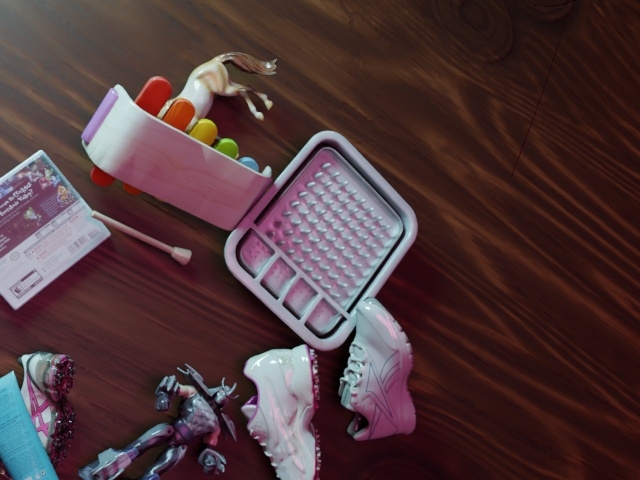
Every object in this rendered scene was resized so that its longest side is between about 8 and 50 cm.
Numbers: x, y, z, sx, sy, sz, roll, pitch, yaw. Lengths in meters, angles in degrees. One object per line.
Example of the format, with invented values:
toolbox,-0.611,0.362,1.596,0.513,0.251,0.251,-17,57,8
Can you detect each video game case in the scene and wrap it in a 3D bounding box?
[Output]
video game case,-0.455,-0.017,1.226,0.190,0.022,0.173,-42,106,-22

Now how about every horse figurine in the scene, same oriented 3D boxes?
horse figurine,-0.188,-0.229,1.347,0.174,0.066,0.263,38,79,-15

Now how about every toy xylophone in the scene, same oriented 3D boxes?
toy xylophone,-0.240,-0.102,1.280,0.236,0.081,0.323,-46,124,11

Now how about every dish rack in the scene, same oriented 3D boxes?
dish rack,0.000,0.000,1.430,0.285,0.072,0.333,44,69,-17

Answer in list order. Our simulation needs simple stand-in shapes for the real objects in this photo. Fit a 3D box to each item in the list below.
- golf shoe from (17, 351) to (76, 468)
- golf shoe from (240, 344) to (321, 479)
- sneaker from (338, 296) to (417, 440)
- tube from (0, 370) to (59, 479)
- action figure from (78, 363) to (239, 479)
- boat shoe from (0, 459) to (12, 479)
golf shoe,-0.425,0.261,1.209,0.086,0.067,0.186,5,96,14
golf shoe,-0.067,0.334,1.370,0.140,0.115,0.306,-2,91,-2
sneaker,0.095,0.242,1.413,0.129,0.111,0.297,-17,113,-18
tube,-0.443,0.302,1.157,0.080,0.052,0.207,-28,84,-10
action figure,-0.240,0.326,1.274,0.285,0.099,0.185,-39,99,-27
boat shoe,-0.449,0.367,1.189,0.133,0.049,0.042,48,64,-8
